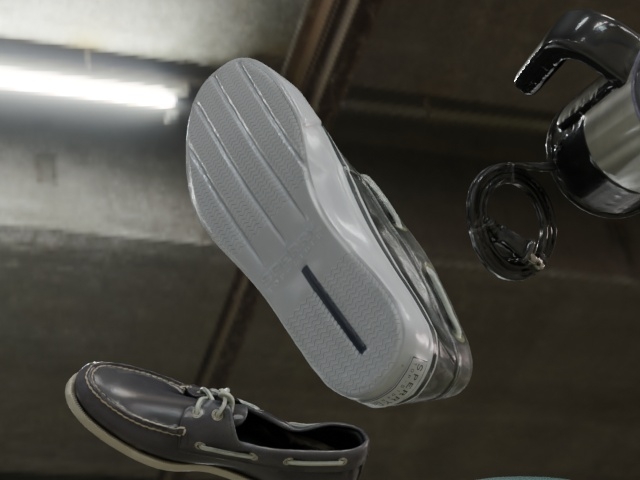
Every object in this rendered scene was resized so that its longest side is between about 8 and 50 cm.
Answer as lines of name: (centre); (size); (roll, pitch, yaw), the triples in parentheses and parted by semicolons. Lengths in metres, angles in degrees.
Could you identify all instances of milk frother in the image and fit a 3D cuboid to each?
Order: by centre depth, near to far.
milk frother: (0.164, -0.046, 0.770); (0.129, 0.143, 0.135); (18, -14, -6)

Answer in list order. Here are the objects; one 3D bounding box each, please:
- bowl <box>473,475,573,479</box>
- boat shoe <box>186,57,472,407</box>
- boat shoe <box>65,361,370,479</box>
bowl: (0.084, 0.241, 0.544); (0.311, 0.312, 0.163); (-14, -19, 5)
boat shoe: (0.000, 0.000, 1.029); (0.121, 0.335, 0.119); (-42, -35, 19)
boat shoe: (-0.064, 0.116, 0.883); (0.206, 0.075, 0.065); (23, -58, -12)
